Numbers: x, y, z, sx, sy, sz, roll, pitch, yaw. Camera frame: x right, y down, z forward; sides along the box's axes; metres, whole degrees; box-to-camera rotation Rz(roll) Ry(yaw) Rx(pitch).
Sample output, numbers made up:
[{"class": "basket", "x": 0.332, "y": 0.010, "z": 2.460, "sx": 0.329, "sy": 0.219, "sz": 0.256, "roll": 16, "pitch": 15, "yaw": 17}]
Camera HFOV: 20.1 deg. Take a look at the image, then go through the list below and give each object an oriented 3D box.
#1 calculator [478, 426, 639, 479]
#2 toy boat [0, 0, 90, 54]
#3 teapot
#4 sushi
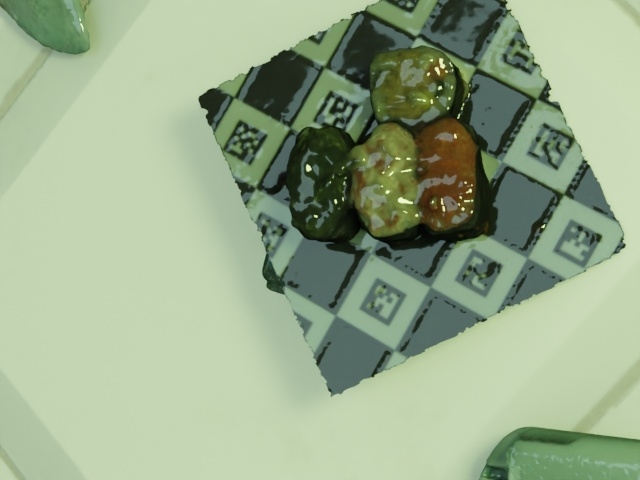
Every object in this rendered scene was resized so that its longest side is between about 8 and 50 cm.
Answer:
[{"class": "calculator", "x": 0.202, "y": 0.193, "z": 1.112, "sx": 0.246, "sy": 0.045, "sz": 0.141, "roll": 3, "pitch": 90, "yaw": 29}, {"class": "toy boat", "x": -0.239, "y": -0.271, "z": 1.369, "sx": 0.206, "sy": 0.096, "sz": 0.282, "roll": -12, "pitch": 95, "yaw": 35}, {"class": "teapot", "x": -0.003, "y": -0.001, "z": 1.231, "sx": 0.063, "sy": 0.049, "sz": 0.083, "roll": 16, "pitch": 93, "yaw": 30}, {"class": "sushi", "x": 0.050, "y": -0.050, "z": 1.173, "sx": 0.219, "sy": 0.047, "sz": 0.231, "roll": -27, "pitch": 75, "yaw": 10}]
